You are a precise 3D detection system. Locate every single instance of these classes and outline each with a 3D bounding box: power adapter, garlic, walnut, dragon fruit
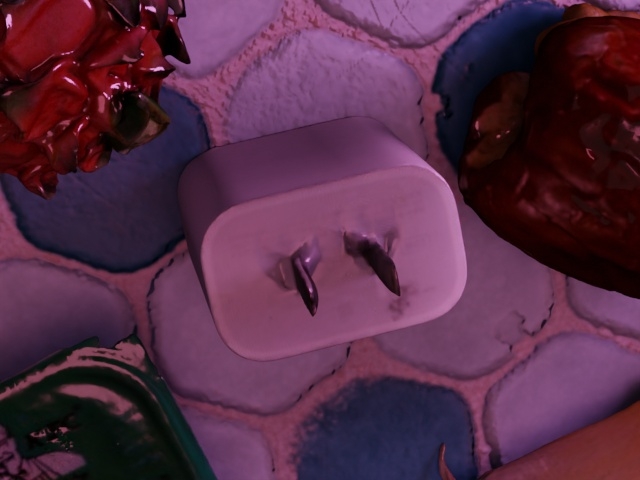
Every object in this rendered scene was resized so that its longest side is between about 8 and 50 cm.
[{"bbox_3d":[0.000,0.000,1.187,0.187,0.255,0.124,-14,106,-6],"label":"power adapter"},{"bbox_3d":[0.237,0.214,1.376,0.245,0.145,0.164,-19,77,-2],"label":"garlic"},{"bbox_3d":[0.257,-0.081,1.242,0.269,0.222,0.244,22,71,-7],"label":"walnut"},{"bbox_3d":[-0.226,-0.170,1.126,0.234,0.234,0.293,-38,95,3],"label":"dragon fruit"}]

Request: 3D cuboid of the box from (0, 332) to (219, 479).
[{"bbox_3d":[-0.198,0.243,1.306,0.264,0.106,0.336,-26,109,-2],"label":"box"}]
